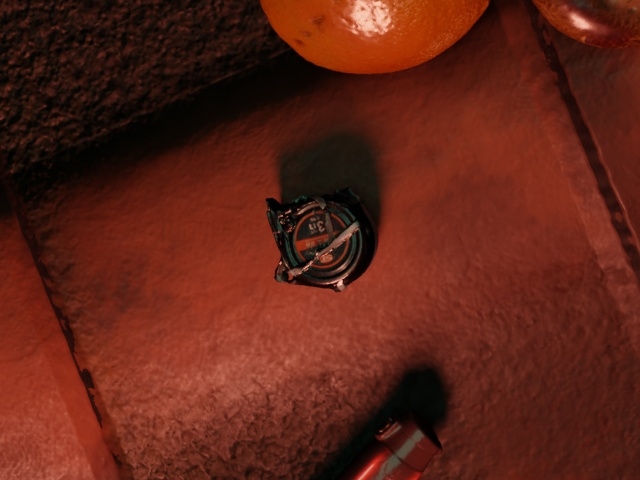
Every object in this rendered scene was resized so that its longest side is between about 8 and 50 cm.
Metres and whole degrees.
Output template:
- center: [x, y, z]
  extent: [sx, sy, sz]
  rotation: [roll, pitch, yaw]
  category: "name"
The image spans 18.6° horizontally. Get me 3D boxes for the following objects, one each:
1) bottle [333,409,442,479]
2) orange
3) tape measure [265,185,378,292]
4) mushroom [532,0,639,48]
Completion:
- center: [0.038, 0.218, 1.708]
  extent: [0.060, 0.060, 0.164]
  rotation: [43, 100, 6]
  category: "bottle"
- center: [0.043, -0.232, 1.613]
  extent: [0.206, 0.206, 0.206]
  rotation: [1, 94, 12]
  category: "orange"
- center: [0.002, 0.001, 1.704]
  extent: [0.094, 0.054, 0.091]
  rotation: [-5, 94, 19]
  category: "tape measure"
- center: [0.234, -0.273, 1.588]
  extent: [0.138, 0.194, 0.231]
  rotation: [16, 130, 49]
  category: "mushroom"
